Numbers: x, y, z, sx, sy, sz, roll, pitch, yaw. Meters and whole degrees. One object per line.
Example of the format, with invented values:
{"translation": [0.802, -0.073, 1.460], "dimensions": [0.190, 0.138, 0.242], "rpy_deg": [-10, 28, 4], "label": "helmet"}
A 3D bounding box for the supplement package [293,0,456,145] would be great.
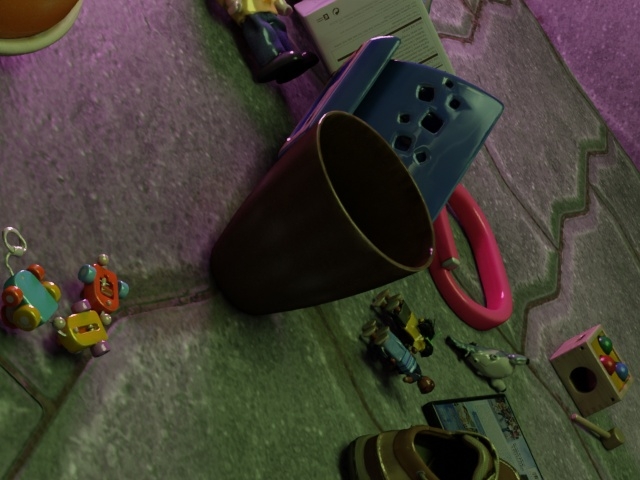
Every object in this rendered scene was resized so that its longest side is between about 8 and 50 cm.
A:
{"translation": [0.105, -0.272, 1.801], "dimensions": [0.293, 0.175, 0.177], "rpy_deg": [62, 2, -19], "label": "supplement package"}

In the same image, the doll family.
{"translation": [0.121, 0.148, 1.629], "dimensions": [0.111, 0.076, 0.193], "rpy_deg": [54, 33, -16], "label": "doll family"}

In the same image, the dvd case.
{"translation": [0.254, 0.321, 1.715], "dimensions": [0.253, 0.022, 0.180], "rpy_deg": [6, 56, -56], "label": "dvd case"}

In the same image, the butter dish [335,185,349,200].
{"translation": [0.000, 0.000, 1.537], "dimensions": [0.160, 0.160, 0.118], "rpy_deg": [45, 74, -14], "label": "butter dish"}

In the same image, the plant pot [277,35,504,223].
{"translation": [0.082, -0.136, 1.602], "dimensions": [0.212, 0.236, 0.236], "rpy_deg": [36, 75, -9], "label": "plant pot"}

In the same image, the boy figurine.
{"translation": [-0.103, -0.384, 1.782], "dimensions": [0.177, 0.092, 0.285], "rpy_deg": [-7, 72, -59], "label": "boy figurine"}

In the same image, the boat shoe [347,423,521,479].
{"translation": [0.176, 0.308, 1.480], "dimensions": [0.324, 0.120, 0.123], "rpy_deg": [19, 50, -45], "label": "boat shoe"}

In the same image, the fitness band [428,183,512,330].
{"translation": [0.252, 0.019, 1.984], "dimensions": [0.209, 0.054, 0.291], "rpy_deg": [30, 40, -42], "label": "fitness band"}

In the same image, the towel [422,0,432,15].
{"translation": [0.091, -0.477, 2.031], "dimensions": [0.271, 0.040, 0.370], "rpy_deg": [40, 29, -14], "label": "towel"}

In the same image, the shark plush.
{"translation": [0.260, 0.193, 1.855], "dimensions": [0.161, 0.073, 0.067], "rpy_deg": [12, 28, -28], "label": "shark plush"}

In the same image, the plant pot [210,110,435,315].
{"translation": [-0.016, -0.005, 1.387], "dimensions": [0.215, 0.230, 0.215], "rpy_deg": [38, 33, -31], "label": "plant pot"}

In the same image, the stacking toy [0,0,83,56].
{"translation": [-0.255, -0.431, 1.146], "dimensions": [0.350, 0.479, 0.351], "rpy_deg": [31, 47, -40], "label": "stacking toy"}

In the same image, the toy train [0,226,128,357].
{"translation": [-0.262, 0.057, 1.134], "dimensions": [0.166, 0.046, 0.125], "rpy_deg": [29, 38, -47], "label": "toy train"}

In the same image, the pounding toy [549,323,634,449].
{"translation": [0.523, 0.280, 2.111], "dimensions": [0.206, 0.094, 0.181], "rpy_deg": [59, 28, 4], "label": "pounding toy"}
